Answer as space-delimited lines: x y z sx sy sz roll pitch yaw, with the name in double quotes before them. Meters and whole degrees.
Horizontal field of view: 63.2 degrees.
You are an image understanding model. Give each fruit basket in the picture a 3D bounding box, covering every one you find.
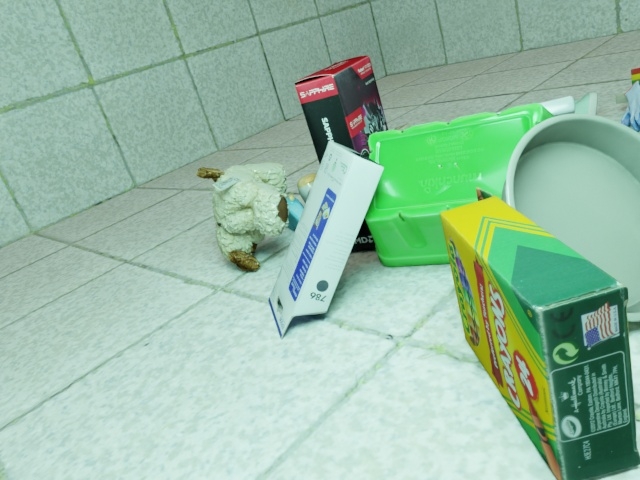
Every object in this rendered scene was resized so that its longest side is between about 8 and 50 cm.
"fruit basket" 0.289 -0.090 0.980 0.391 0.283 0.392 4 -16 1

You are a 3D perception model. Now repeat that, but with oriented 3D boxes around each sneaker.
"sneaker" 0.653 -0.329 1.388 0.150 0.094 0.256 3 31 29

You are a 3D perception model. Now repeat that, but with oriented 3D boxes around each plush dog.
"plush dog" -0.186 -0.052 1.204 0.210 0.226 0.262 6 29 -10

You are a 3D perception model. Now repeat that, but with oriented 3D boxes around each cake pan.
"cake pan" 0.373 -0.032 0.703 0.293 0.293 0.054 -25 -13 -19

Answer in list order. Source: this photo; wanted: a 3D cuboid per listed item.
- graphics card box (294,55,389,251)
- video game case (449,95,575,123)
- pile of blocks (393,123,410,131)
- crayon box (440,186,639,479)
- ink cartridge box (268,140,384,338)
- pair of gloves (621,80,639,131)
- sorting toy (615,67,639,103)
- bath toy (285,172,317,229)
"graphics card box" 0.080 -0.189 1.120 0.094 0.371 0.233 -6 23 27
"video game case" 0.389 -0.210 1.160 0.299 0.036 0.329 -9 -10 20
"pile of blocks" 0.121 -0.244 1.498 0.362 0.113 0.149 -31 19 -13
"crayon box" 0.223 0.079 0.599 0.081 0.202 0.319 -17 20 2
"ink cartridge box" 0.000 0.000 0.919 0.065 0.333 0.165 18 14 -20
"pair of gloves" 0.806 -0.364 1.266 0.023 0.198 0.159 19 51 -9
"sorting toy" 0.947 -0.425 1.315 0.256 0.090 0.255 -12 11 -10
"bath toy" 0.065 -0.134 1.350 0.348 0.129 0.152 -25 67 -13
